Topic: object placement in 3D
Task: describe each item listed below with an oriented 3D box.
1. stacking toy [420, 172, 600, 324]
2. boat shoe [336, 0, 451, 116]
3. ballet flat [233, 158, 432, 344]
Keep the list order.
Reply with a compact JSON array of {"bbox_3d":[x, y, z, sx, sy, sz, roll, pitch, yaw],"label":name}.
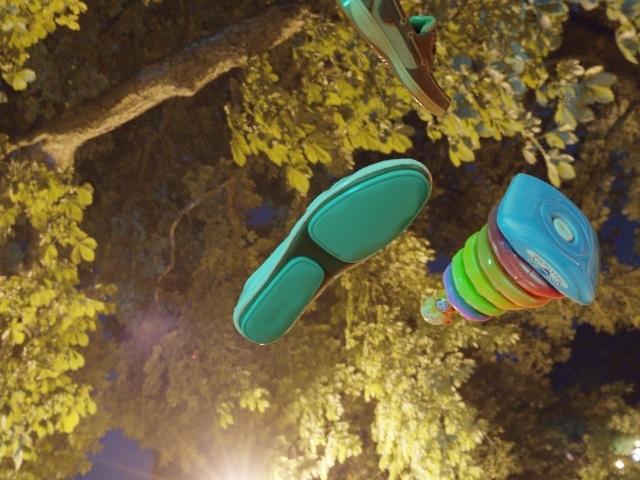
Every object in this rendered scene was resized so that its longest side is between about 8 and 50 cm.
[{"bbox_3d":[0.253,0.058,0.819,0.302,0.175,0.166,-44,4,45],"label":"stacking toy"},{"bbox_3d":[0.175,-0.374,1.015,0.123,0.123,0.342,-40,-53,17],"label":"boat shoe"},{"bbox_3d":[0.000,0.000,0.855,0.400,0.139,0.139,-45,-36,17],"label":"ballet flat"}]
